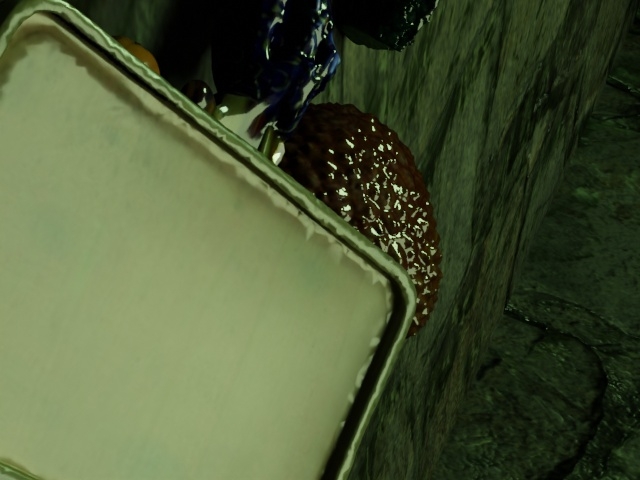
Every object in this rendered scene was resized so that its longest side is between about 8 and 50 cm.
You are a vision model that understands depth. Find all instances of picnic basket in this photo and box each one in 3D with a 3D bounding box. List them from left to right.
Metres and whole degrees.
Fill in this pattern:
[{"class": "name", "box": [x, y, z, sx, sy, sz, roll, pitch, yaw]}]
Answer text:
[{"class": "picnic basket", "box": [-0.102, 0.027, 0.535, 0.266, 0.139, 0.165, 37, 71, -42]}]

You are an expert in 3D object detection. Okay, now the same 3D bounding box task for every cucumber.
[{"class": "cucumber", "box": [0.076, -0.253, 1.102, 0.085, 0.115, 0.193, 22, 92, -31]}]

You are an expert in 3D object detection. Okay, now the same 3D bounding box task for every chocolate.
[{"class": "chocolate", "box": [-0.049, -0.070, 0.807, 0.148, 0.126, 0.343, 59, 50, -64]}]

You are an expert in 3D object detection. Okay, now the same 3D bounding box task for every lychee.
[{"class": "lychee", "box": [-0.002, -0.006, 0.959, 0.194, 0.194, 0.195, 19, 90, -74]}]

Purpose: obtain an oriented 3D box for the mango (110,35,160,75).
[{"class": "mango", "box": [-0.118, -0.070, 0.731, 0.089, 0.046, 0.060, -64, 170, 28]}]
